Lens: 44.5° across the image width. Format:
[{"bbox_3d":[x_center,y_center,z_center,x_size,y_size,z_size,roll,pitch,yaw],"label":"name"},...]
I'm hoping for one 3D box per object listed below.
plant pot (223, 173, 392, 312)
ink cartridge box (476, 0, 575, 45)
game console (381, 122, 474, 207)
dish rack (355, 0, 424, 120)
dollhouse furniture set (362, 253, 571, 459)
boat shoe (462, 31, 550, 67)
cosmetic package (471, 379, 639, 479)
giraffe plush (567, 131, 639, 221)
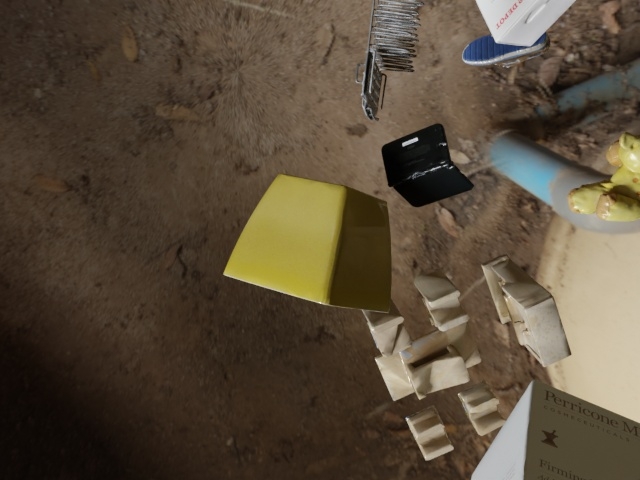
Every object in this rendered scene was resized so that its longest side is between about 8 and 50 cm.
[{"bbox_3d":[0.000,0.000,1.305,0.212,0.212,0.187,13,89,33],"label":"plant pot"},{"bbox_3d":[0.325,-0.444,1.286,0.086,0.148,0.203,-3,63,-32],"label":"ink cartridge box"},{"bbox_3d":[0.174,-0.120,1.277,0.122,0.071,0.107,-19,78,38],"label":"game console"},{"bbox_3d":[0.104,-0.300,1.073,0.074,0.208,0.271,8,94,10],"label":"dish rack"},{"bbox_3d":[0.316,0.219,1.779,0.394,0.256,0.362,-24,111,-1],"label":"dollhouse furniture set"},{"bbox_3d":[0.391,-0.393,1.643,0.183,0.066,0.066,-3,70,33],"label":"boat shoe"},{"bbox_3d":[0.468,0.550,1.468,0.330,0.393,0.327,22,124,5],"label":"cosmetic package"},{"bbox_3d":[0.609,-0.130,1.533,0.210,0.181,0.170,14,106,37],"label":"giraffe plush"}]
